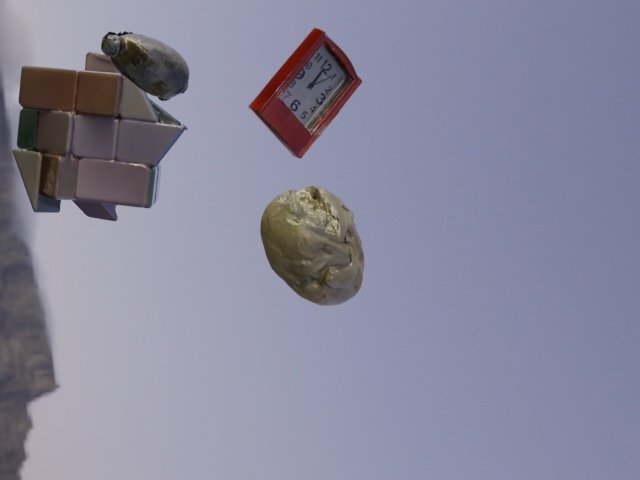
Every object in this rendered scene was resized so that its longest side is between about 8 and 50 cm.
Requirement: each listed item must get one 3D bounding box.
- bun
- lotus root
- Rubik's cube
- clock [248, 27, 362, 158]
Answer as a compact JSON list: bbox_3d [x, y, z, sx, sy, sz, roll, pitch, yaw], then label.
[{"bbox_3d":[0.000,0.000,1.849,0.116,0.237,0.210,-24,-138,34],"label":"bun"},{"bbox_3d":[-0.268,-0.274,1.598,0.088,0.165,0.088,-31,-136,35],"label":"lotus root"},{"bbox_3d":[-0.482,-0.225,2.283,0.387,0.368,0.358,-155,-108,-81],"label":"Rubik's cube"},{"bbox_3d":[-0.024,-0.211,1.462,0.061,0.155,0.113,32,-11,47],"label":"clock"}]
